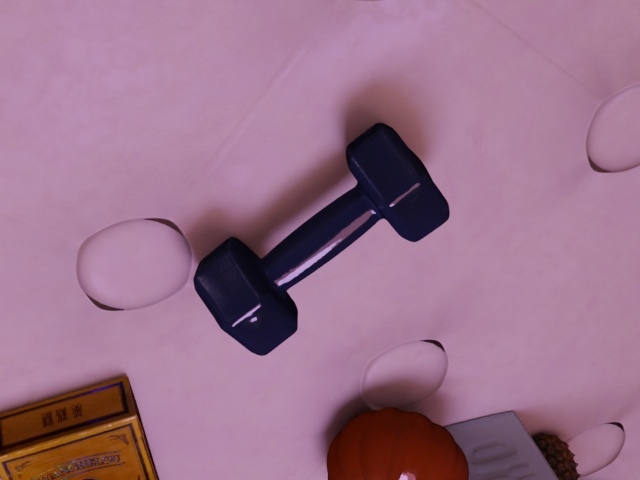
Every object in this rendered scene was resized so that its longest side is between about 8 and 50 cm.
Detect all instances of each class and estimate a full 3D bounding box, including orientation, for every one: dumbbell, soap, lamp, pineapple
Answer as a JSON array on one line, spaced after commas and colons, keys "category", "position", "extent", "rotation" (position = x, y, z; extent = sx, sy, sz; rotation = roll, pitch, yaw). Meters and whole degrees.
[{"category": "dumbbell", "position": [-0.001, 0.000, 1.254], "extent": [0.316, 0.143, 0.156], "rotation": [-38, 131, 7]}, {"category": "soap", "position": [0.299, 0.408, 1.616], "extent": [0.160, 0.265, 0.087], "rotation": [-10, 129, -16]}, {"category": "lamp", "position": [0.117, 0.356, 1.548], "extent": [0.223, 0.196, 0.223], "rotation": [11, 131, 14]}, {"category": "pineapple", "position": [0.406, 0.449, 1.707], "extent": [0.125, 0.251, 0.125], "rotation": [-5, 127, -7]}]

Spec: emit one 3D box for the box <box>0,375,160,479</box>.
[{"category": "box", "position": [-0.326, 0.343, 1.422], "extent": [0.193, 0.084, 0.301], "rotation": [-17, 130, -11]}]
